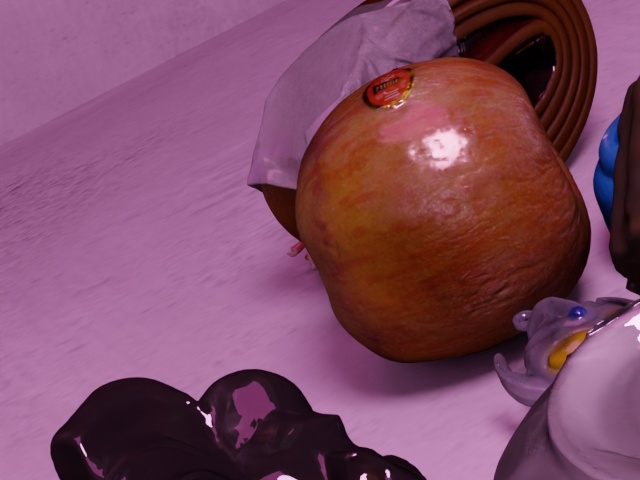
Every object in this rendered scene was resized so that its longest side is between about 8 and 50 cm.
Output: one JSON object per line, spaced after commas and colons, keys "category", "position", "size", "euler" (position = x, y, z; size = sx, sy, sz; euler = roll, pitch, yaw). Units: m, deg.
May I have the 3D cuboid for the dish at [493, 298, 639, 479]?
{"category": "dish", "position": [0.185, 0.101, 0.652], "size": [0.303, 0.120, 0.303], "euler": [-20, 27, 10]}

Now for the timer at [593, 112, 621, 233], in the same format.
{"category": "timer", "position": [0.373, -0.094, 1.019], "size": [0.340, 0.115, 0.309], "euler": [-4, 30, 47]}

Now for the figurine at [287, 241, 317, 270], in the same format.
{"category": "figurine", "position": [0.000, 0.000, 1.330], "size": [0.064, 0.047, 0.109], "euler": [-16, 28, 4]}

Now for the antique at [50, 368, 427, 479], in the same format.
{"category": "antique", "position": [-0.083, 0.194, 0.677], "size": [0.322, 0.185, 0.255], "euler": [-29, 20, -2]}

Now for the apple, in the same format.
{"category": "apple", "position": [0.083, -0.020, 1.018], "size": [0.188, 0.211, 0.211], "euler": [-25, 18, 9]}

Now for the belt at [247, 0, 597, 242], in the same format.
{"category": "belt", "position": [0.095, -0.112, 1.243], "size": [0.338, 0.217, 0.122], "euler": [-38, 22, -31]}

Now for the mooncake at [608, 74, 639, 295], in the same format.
{"category": "mooncake", "position": [0.264, -0.013, 0.776], "size": [0.228, 0.228, 0.124], "euler": [-5, 60, 45]}

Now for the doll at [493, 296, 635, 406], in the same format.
{"category": "doll", "position": [0.177, 0.077, 0.870], "size": [0.104, 0.062, 0.194], "euler": [-47, 33, -10]}
